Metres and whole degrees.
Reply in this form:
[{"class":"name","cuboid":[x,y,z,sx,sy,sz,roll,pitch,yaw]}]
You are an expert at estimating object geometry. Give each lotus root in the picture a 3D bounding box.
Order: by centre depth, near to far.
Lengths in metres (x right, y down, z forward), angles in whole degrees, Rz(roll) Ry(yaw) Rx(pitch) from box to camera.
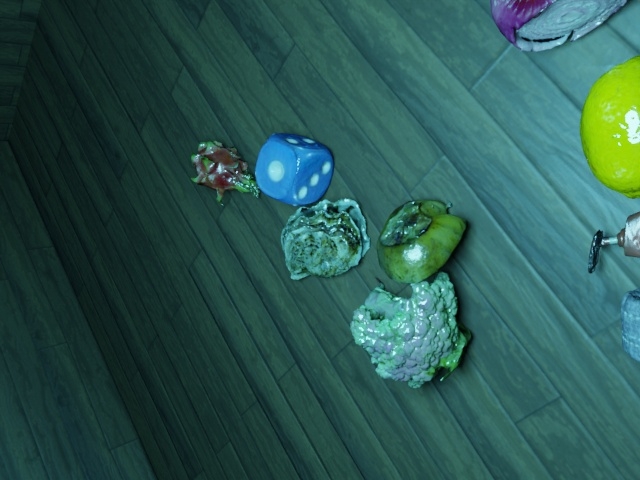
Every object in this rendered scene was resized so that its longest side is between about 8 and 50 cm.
[{"class":"lotus root","cuboid":[0.184,-0.017,1.123,0.183,0.204,0.078,5,146,46]}]

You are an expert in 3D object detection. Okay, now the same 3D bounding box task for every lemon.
[{"class":"lemon","cuboid":[0.474,-0.165,0.832,0.170,0.170,0.208,-4,96,45]}]

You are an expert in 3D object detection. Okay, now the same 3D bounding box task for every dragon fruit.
[{"class":"dragon fruit","cuboid":[-0.265,-0.181,1.577,0.236,0.135,0.137,43,120,9]}]

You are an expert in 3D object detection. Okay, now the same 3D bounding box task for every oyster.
[{"class":"oyster","cuboid":[0.000,0.000,1.376,0.267,0.112,0.199,-15,108,37]}]

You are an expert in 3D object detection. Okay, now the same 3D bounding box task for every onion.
[{"class":"onion","cuboid":[0.369,-0.418,0.888,0.201,0.200,0.207,63,164,15]}]

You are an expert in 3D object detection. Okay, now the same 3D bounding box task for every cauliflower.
[{"class":"cauliflower","cuboid":[0.170,0.174,1.191,0.315,0.238,0.257,41,158,52]}]

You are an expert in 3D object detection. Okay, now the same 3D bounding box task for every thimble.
[{"class":"thimble","cuboid":[0.531,0.128,0.842,0.150,0.150,0.098,4,100,44]}]

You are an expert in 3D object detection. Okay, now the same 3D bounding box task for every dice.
[{"class":"dice","cuboid":[-0.063,-0.175,1.363,0.143,0.146,0.147,32,118,34]}]

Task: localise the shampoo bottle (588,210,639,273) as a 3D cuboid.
[{"class":"shampoo bottle","cuboid":[0.551,-0.003,0.854,0.284,0.071,0.153,-7,95,47]}]
